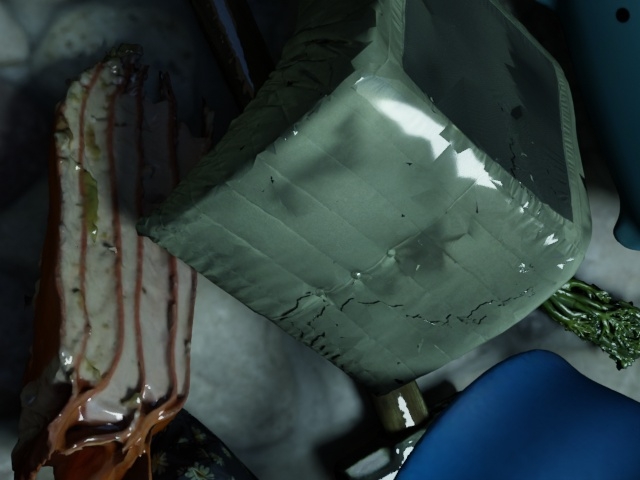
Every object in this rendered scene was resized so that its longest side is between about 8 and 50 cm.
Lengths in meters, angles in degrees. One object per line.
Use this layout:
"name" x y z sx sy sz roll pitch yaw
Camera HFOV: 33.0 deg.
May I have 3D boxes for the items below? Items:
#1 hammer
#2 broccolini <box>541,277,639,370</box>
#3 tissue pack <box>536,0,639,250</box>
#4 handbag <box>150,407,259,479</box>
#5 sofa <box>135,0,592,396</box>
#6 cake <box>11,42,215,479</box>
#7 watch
"hammer" 0.000 0.000 0.706 0.111 0.043 0.365 -27 99 -18
"broccolini" 0.141 0.026 0.757 0.239 0.051 0.054 27 91 -18
"tissue pack" 0.276 -0.123 0.720 0.198 0.206 0.287 -40 112 -57
"handbag" -0.096 0.184 0.653 0.139 0.072 0.115 -38 126 -1
"sofa" 0.036 -0.060 0.656 0.210 0.176 0.225 35 37 -28
"cake" -0.125 0.021 0.634 0.098 0.135 0.287 12 67 -17
"watch" 0.137 0.235 0.670 0.274 0.241 0.305 -47 144 -21
